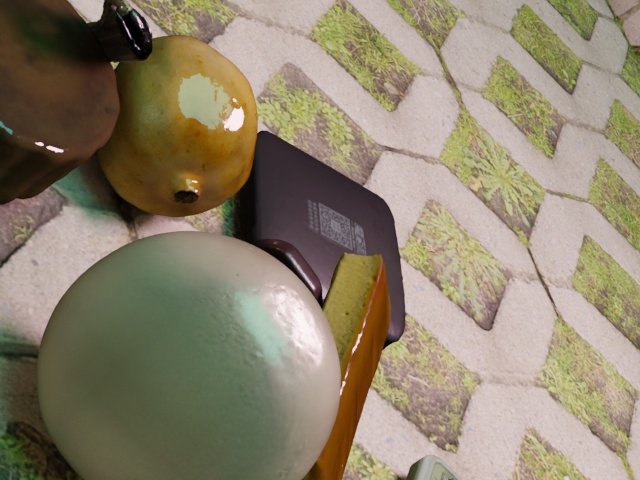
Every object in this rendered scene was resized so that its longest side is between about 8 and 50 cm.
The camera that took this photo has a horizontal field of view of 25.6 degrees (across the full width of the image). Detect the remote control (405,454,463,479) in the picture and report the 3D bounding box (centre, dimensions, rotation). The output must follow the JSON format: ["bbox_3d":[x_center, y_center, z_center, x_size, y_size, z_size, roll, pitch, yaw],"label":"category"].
[{"bbox_3d":[0.233,0.441,1.929,0.335,0.065,0.128,45,34,-12],"label":"remote control"}]

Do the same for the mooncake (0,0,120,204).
[{"bbox_3d":[-0.391,-0.181,1.649,0.290,0.161,0.290,33,39,-31],"label":"mooncake"}]

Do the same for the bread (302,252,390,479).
[{"bbox_3d":[0.016,0.185,1.797,0.361,0.077,0.138,-69,161,-44],"label":"bread"}]

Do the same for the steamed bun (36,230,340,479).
[{"bbox_3d":[-0.141,0.147,1.494,0.324,0.324,0.206,53,10,1],"label":"steamed bun"}]

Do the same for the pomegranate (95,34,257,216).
[{"bbox_3d":[-0.185,-0.146,1.830,0.233,0.233,0.233,33,37,-29],"label":"pomegranate"}]

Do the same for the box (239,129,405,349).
[{"bbox_3d":[0.000,0.000,2.058,0.289,0.073,0.290,28,39,-33],"label":"box"}]

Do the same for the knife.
[{"bbox_3d":[-0.272,-0.261,1.776,0.043,0.365,0.089,-30,104,-17],"label":"knife"}]

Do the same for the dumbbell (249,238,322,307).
[{"bbox_3d":[-0.100,0.093,1.788,0.140,0.124,0.225,53,31,-1],"label":"dumbbell"}]
